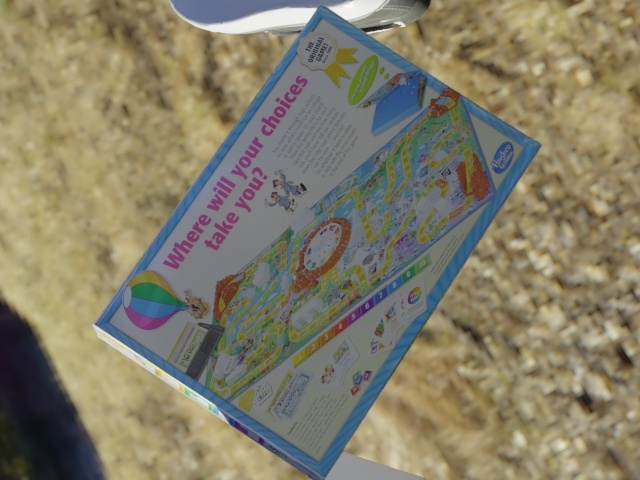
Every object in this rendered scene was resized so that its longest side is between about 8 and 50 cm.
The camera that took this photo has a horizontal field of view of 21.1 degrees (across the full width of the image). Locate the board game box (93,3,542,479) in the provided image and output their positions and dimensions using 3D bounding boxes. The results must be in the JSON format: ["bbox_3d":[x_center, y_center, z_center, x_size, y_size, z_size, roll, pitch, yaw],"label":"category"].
[{"bbox_3d":[0.000,0.000,0.655,0.103,0.154,0.026,34,168,5],"label":"board game box"}]

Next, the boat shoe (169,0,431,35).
[{"bbox_3d":[-0.012,-0.109,0.756,0.142,0.040,0.049,9,79,47],"label":"boat shoe"}]

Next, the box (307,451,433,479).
[{"bbox_3d":[0.041,0.304,0.747,0.168,0.215,0.345,13,130,28],"label":"box"}]
